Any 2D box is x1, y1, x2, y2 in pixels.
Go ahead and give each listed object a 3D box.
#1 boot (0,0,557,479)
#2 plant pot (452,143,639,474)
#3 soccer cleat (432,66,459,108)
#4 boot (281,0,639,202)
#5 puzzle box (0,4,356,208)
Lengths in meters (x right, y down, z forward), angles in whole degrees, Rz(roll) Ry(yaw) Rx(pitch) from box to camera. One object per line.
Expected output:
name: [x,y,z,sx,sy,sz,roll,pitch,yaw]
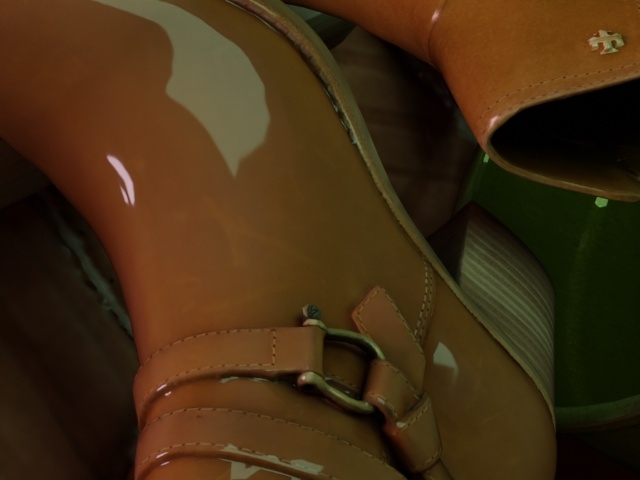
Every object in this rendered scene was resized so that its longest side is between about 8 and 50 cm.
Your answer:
boot: [-0.040,0.032,0.636,0.283,0.109,0.220,40,37,-17]
plant pot: [0.306,0.010,0.868,0.353,0.366,0.366,34,43,-21]
soccer cleat: [0.058,-0.123,0.980,0.072,0.060,0.179,-4,41,-1]
boot: [0.051,-0.100,0.742,0.295,0.104,0.211,0,37,1]
puzzle box: [-0.167,-0.149,0.821,0.272,0.052,0.409,48,36,8]
